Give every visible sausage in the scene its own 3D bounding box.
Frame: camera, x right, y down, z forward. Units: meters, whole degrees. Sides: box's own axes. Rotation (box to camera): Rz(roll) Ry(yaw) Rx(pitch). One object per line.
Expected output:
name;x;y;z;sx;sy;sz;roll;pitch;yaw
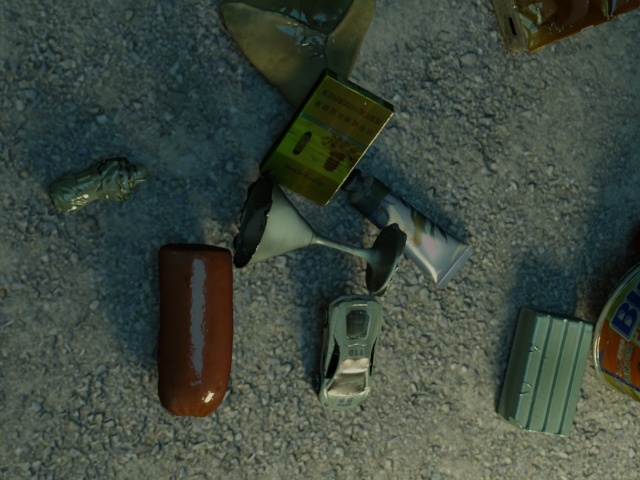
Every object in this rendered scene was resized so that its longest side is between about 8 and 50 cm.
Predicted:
sausage;-0.184;0.135;1.619;0.114;0.113;0.259;-1;95;-18

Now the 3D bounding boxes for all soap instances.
soap;0.376;0.219;1.831;0.119;0.066;0.198;12;92;-18

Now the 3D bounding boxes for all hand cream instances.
hand cream;0.135;-0.025;1.741;0.256;0.055;0.088;39;88;-24

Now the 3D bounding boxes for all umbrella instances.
umbrella;-0.319;-0.081;1.577;0.144;0.062;0.067;-16;81;-11

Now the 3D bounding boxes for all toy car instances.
toy car;0.045;0.178;1.709;0.095;0.056;0.204;0;110;-19

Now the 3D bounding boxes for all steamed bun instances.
steamed bun;-0.009;-0.323;1.628;0.231;0.110;0.212;44;82;-20

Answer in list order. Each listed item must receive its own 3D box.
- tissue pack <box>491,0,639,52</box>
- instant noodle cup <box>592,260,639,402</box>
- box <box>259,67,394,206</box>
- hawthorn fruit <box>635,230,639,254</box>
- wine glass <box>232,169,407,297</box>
tissue pack;0.384;-0.420;1.755;0.226;0.092;0.183;-22;103;-12
instant noodle cup;0.621;0.180;1.786;0.296;0.214;0.296;-11;118;-22
box;0.008;-0.151;1.644;0.121;0.030;0.193;27;119;-19
hawthorn fruit;0.579;0.006;1.866;0.093;0.093;0.093;-2;96;-18
wine glass;0.000;0.000;1.643;0.232;0.156;0.156;17;90;-19
